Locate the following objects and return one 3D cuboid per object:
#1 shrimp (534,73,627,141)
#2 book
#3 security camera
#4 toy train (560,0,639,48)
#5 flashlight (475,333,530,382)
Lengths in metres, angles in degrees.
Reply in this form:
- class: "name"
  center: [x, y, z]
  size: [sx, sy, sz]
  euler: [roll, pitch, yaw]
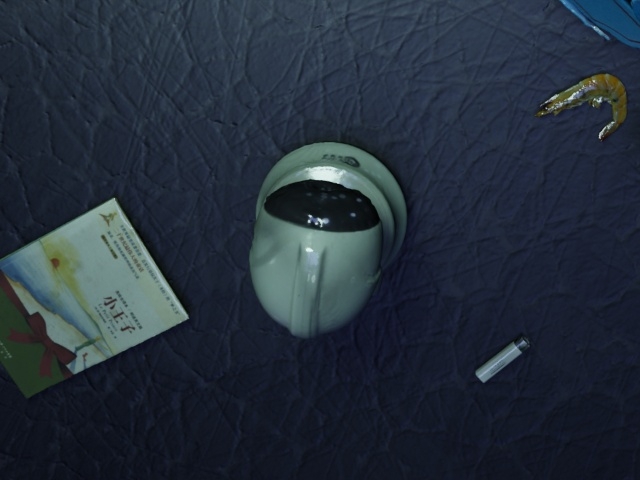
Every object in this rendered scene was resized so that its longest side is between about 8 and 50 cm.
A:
- class: "shrimp"
  center: [0.327, -0.157, 1.455]
  size: [0.114, 0.023, 0.083]
  euler: [-21, 107, 10]
- class: "book"
  center: [-0.349, 0.085, 1.629]
  size: [0.289, 0.026, 0.201]
  euler: [-28, 101, 16]
- class: "security camera"
  center: [0.000, 0.000, 1.418]
  size: [0.197, 0.277, 0.191]
  euler: [13, 111, 4]
- class: "toy train"
  center: [0.330, -0.327, 1.231]
  size: [0.300, 0.265, 0.188]
  euler: [35, 90, -27]
- class: "flashlight"
  center: [0.246, 0.159, 1.576]
  size: [0.083, 0.018, 0.018]
  euler: [-42, 99, 19]
